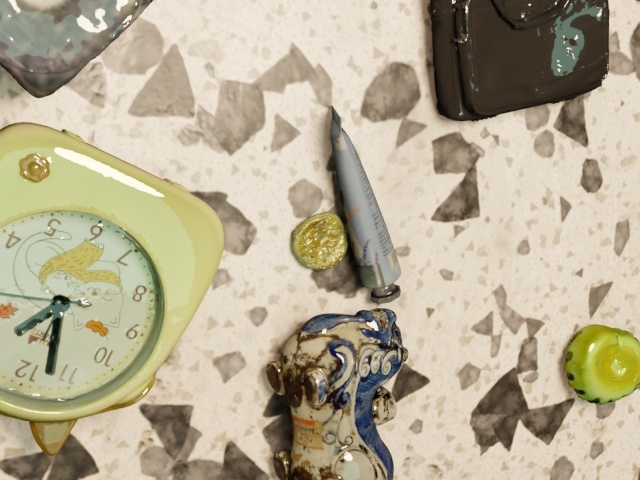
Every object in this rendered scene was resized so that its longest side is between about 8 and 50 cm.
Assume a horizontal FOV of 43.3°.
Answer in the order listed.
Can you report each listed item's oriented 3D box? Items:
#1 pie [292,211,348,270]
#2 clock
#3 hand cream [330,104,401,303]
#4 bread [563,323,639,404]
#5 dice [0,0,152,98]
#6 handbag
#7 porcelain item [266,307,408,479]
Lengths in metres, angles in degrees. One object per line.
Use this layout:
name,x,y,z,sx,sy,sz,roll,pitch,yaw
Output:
pie,0.000,0.002,1.084,0.084,0.021,0.084,-5,102,-26
clock,-0.298,0.063,0.921,0.286,0.117,0.348,27,90,-25
hand cream,0.054,-0.043,1.071,0.058,0.091,0.271,-17,111,2
bread,0.447,0.192,1.276,0.139,0.071,0.130,-6,99,-19
dice,-0.289,-0.267,0.828,0.182,0.183,0.181,-44,114,-8
handbag,0.277,-0.295,1.097,0.275,0.088,0.244,-14,112,-18
porcelain item,0.035,0.234,1.094,0.186,0.138,0.288,-13,101,-37
